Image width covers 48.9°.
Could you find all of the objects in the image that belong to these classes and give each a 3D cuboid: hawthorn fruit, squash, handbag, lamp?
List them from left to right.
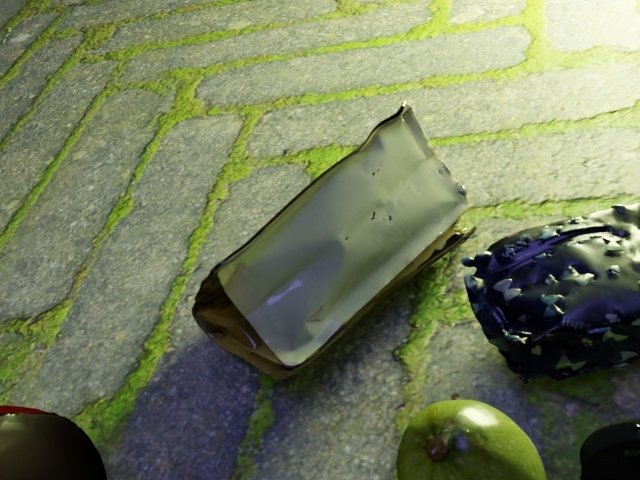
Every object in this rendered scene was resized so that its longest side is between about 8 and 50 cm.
[{"bbox_3d":[-0.333,0.243,0.664,0.251,0.189,0.189,0,44,27],"label":"hawthorn fruit"},{"bbox_3d":[0.115,0.190,0.551,0.123,0.186,0.123,-14,45,15],"label":"squash"},{"bbox_3d":[0.280,0.045,0.697,0.260,0.113,0.162,-16,47,2],"label":"handbag"},{"bbox_3d":[0.213,0.241,0.421,0.130,0.108,0.371,-21,16,30],"label":"lamp"}]

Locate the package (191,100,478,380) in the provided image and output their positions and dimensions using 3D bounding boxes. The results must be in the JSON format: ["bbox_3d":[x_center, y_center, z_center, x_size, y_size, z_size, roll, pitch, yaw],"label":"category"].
[{"bbox_3d":[0.024,0.023,0.819,0.311,0.221,0.165,-40,84,-25],"label":"package"}]
